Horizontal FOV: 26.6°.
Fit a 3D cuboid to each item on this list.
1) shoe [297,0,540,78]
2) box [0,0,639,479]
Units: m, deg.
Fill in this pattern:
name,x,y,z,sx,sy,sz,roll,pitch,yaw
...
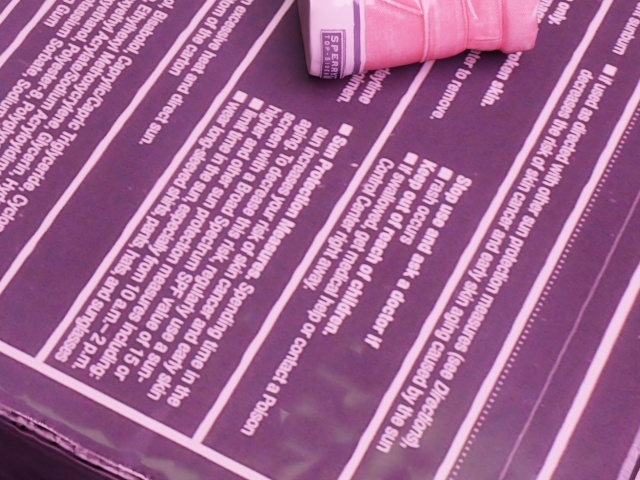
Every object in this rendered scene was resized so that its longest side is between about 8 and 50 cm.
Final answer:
name,x,y,z,sx,sy,sz,roll,pitch,yaw
shoe,0.027,-0.139,0.484,0.081,0.063,0.178,-5,65,-5
box,0.000,0.000,0.539,0.294,0.183,0.296,25,63,15
